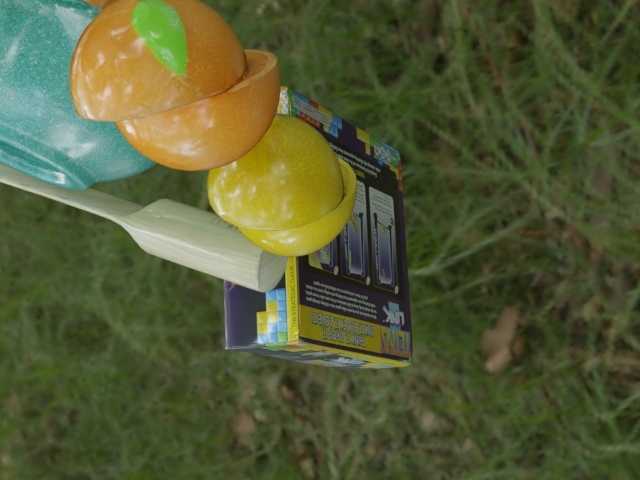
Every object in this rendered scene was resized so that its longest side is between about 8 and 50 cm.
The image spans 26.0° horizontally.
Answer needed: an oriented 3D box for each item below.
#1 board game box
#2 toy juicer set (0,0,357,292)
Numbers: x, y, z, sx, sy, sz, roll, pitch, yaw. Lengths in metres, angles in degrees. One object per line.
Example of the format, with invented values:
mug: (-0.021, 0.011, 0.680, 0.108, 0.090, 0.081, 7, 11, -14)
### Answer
board game box: (0.000, 0.000, 0.811, 0.048, 0.170, 0.141, -6, 78, 24)
toy juicer set: (-0.077, -0.059, 0.586, 0.209, 0.089, 0.329, 22, 169, 6)
